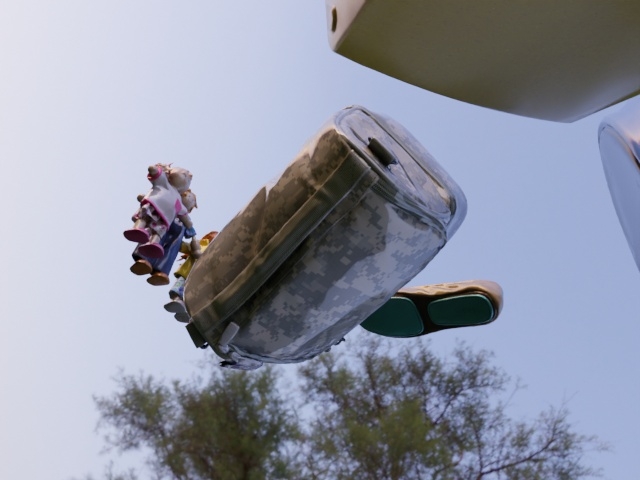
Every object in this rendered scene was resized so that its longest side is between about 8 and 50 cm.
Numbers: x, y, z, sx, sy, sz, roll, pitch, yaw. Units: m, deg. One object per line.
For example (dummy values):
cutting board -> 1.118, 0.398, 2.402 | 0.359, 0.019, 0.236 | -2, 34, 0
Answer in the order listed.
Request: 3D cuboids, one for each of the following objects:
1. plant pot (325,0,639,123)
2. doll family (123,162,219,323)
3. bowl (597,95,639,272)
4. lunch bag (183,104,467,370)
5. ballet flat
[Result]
plant pot -> 0.105, -0.190, 0.334 | 0.212, 0.187, 0.212 | 162, -77, -75
doll family -> -0.195, 0.006, 0.882 | 0.118, 0.163, 0.263 | -12, -49, 29
bowl -> 0.427, 0.014, 0.722 | 0.077, 0.391, 0.391 | -22, -97, 18
lunch bag -> 0.000, 0.000, 0.736 | 0.305, 0.256, 0.212 | -45, -103, 20
ballet flat -> 0.163, 0.100, 0.931 | 0.232, 0.073, 0.080 | -7, -73, 33
